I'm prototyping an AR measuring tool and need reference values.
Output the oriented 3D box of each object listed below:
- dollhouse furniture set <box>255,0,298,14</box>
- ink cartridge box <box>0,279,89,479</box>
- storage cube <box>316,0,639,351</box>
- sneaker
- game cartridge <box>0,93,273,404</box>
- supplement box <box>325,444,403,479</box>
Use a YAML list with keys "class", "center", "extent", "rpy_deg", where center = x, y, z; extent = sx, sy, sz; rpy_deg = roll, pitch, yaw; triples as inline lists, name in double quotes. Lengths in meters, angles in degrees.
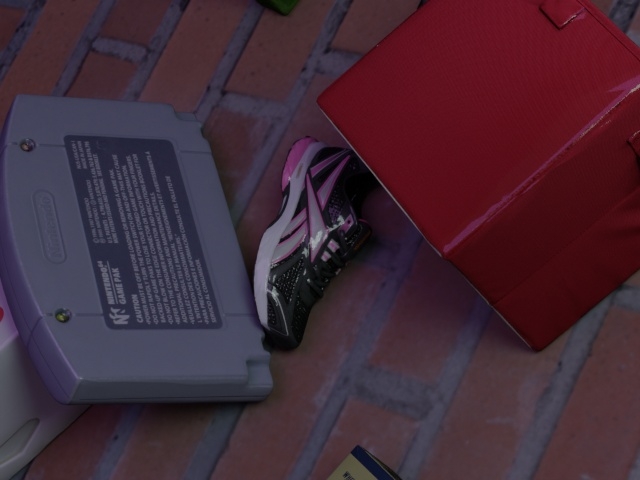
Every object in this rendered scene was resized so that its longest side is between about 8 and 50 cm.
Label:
- class: "dollhouse furniture set"
  center: [-0.043, -0.385, 1.543]
  extent: [0.197, 0.151, 0.301]
  rpy_deg: [32, 83, 37]
- class: "ink cartridge box"
  center: [-0.349, 0.065, 1.492]
  extent: [0.223, 0.129, 0.307]
  rpy_deg: [-43, 53, 3]
- class: "storage cube"
  center: [0.149, -0.069, 1.246]
  extent: [0.193, 0.184, 0.215]
  rpy_deg: [-40, 52, 6]
- class: "sneaker"
  center: [0.000, 0.000, 1.370]
  extent: [0.077, 0.072, 0.178]
  rpy_deg: [6, 74, 21]
- class: "game cartridge"
  center: [-0.163, 0.006, 1.389]
  extent: [0.060, 0.196, 0.294]
  rpy_deg: [-56, 40, 42]
- class: "supplement box"
  center: [0.036, 0.210, 1.242]
  extent: [0.083, 0.056, 0.083]
  rpy_deg: [-49, 52, -1]
